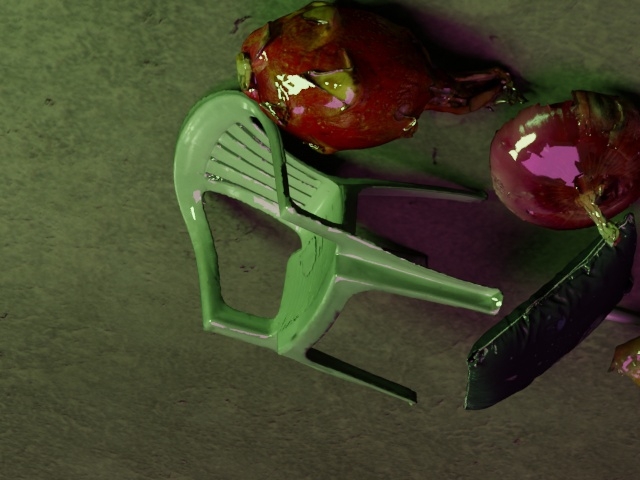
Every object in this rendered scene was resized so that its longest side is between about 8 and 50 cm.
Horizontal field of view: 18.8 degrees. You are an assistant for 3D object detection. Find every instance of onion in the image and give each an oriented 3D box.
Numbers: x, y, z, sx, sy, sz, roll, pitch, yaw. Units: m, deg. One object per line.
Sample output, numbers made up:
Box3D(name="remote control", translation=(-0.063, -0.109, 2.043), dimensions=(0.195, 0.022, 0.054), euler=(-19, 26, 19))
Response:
Box3D(name="onion", translation=(0.221, -0.045, 1.641), dimensions=(0.150, 0.140, 0.150), euler=(-6, 145, -4))

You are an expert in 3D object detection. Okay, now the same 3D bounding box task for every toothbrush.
Box3D(name="toothbrush", translation=(0.342, 0.091, 1.876), dimensions=(0.162, 0.014, 0.017), euler=(15, 140, -7))

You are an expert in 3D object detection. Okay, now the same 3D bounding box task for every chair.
Box3D(name="chair", translation=(0.000, 0.000, 1.743), dimensions=(0.274, 0.191, 0.203), euler=(17, 141, -19))

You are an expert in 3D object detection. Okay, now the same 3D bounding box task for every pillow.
Box3D(name="pillow", translation=(0.210, 0.072, 1.758), dimensions=(0.055, 0.208, 0.141), euler=(45, 164, 25))

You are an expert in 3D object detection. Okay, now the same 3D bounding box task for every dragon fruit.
Box3D(name="dragon fruit", translation=(0.054, -0.133, 1.614), dimensions=(0.246, 0.125, 0.125), euler=(6, 131, -19))

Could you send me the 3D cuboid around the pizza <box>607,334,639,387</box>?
Box3D(name="pizza", translation=(0.422, 0.140, 1.867), dimensions=(0.292, 0.058, 0.197), euler=(2, 135, 5))
